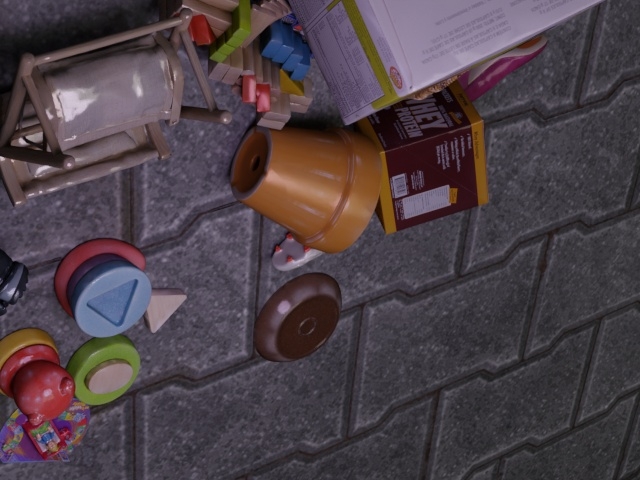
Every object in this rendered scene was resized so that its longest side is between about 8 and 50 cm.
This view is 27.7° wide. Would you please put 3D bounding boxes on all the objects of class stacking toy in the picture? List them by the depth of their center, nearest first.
[{"bbox_3d":[-0.341,0.170,2.067,0.309,0.130,0.279,-54,139,7],"label":"stacking toy"}]

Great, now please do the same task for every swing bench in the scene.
[{"bbox_3d":[-0.302,-0.177,1.774,0.253,0.254,0.165,-21,91,-30],"label":"swing bench"}]

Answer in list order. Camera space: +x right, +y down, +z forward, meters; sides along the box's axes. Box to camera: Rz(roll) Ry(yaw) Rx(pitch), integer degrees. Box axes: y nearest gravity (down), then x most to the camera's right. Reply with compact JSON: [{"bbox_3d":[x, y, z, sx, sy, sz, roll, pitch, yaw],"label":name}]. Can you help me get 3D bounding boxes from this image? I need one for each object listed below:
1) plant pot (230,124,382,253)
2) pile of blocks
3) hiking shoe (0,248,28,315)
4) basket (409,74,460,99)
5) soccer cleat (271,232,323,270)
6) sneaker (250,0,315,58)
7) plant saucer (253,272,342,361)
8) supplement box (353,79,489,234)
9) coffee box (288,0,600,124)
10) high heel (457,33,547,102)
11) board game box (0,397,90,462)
[{"bbox_3d":[-0.035,-0.099,2.093,0.187,0.205,0.205,17,110,-31],"label":"plant pot"},{"bbox_3d":[-0.096,-0.267,1.903,0.148,0.113,0.362,-18,148,25],"label":"pile of blocks"},{"bbox_3d":[-0.565,0.105,1.861,0.304,0.113,0.132,-42,110,1],"label":"hiking shoe"},{"bbox_3d":[0.234,-0.358,2.098,0.299,0.213,0.223,-44,140,-6],"label":"basket"},{"bbox_3d":[0.000,0.000,2.289,0.196,0.068,0.076,-38,142,-16],"label":"soccer cleat"},{"bbox_3d":[-0.049,-0.332,1.974,0.221,0.083,0.087,18,117,-44],"label":"sneaker"},{"bbox_3d":[-0.033,0.152,2.402,0.198,0.036,0.199,-23,133,-26],"label":"plant saucer"},{"bbox_3d":[0.174,-0.145,2.236,0.194,0.129,0.191,-17,134,-6],"label":"supplement box"},{"bbox_3d":[0.147,-0.393,1.765,0.337,0.334,0.338,-26,93,-13],"label":"coffee box"},{"bbox_3d":[0.303,-0.298,2.319,0.244,0.082,0.117,-30,147,-28],"label":"high heel"},{"bbox_3d":[-0.454,0.326,2.165,0.168,0.033,0.133,8,115,-45],"label":"board game box"}]
